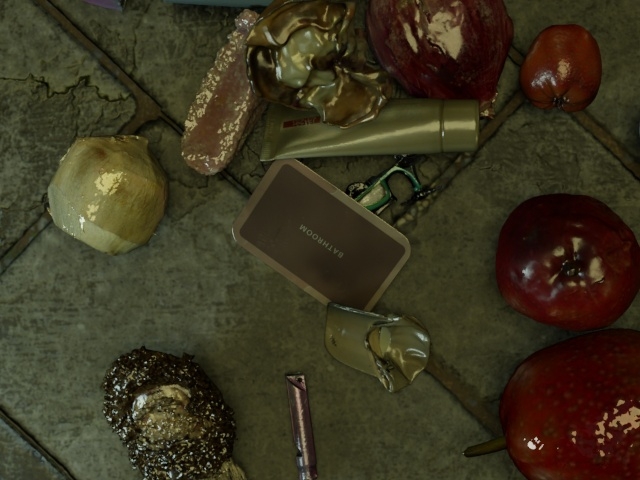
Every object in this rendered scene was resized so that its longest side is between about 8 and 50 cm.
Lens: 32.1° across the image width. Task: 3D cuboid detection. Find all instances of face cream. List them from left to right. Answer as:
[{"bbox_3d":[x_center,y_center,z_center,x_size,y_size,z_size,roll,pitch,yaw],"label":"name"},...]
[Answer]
[{"bbox_3d":[0.079,-0.180,1.760,0.341,0.084,0.137,1,58,9],"label":"face cream"}]

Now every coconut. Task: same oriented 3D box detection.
[{"bbox_3d":[-0.323,-0.081,1.733,0.194,0.194,0.195,0,88,0],"label":"coconut"}]

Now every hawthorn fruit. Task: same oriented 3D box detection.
[{"bbox_3d":[0.381,-0.277,1.765,0.132,0.133,0.138,10,74,0],"label":"hawthorn fruit"},{"bbox_3d":[0.378,0.043,1.692,0.230,0.266,0.210,28,104,4],"label":"hawthorn fruit"},{"bbox_3d":[0.396,0.287,1.684,0.368,0.285,0.285,-14,88,6],"label":"hawthorn fruit"}]

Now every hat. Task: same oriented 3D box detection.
[{"bbox_3d":[0.091,0.143,1.779,0.175,0.085,0.147,24,124,22],"label":"hat"}]

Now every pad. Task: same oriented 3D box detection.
[{"bbox_3d":[0.000,0.000,1.786,0.266,0.002,0.176,35,108,1],"label":"pad"}]

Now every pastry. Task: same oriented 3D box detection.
[{"bbox_3d":[-0.138,-0.229,1.775,0.102,0.112,0.265,28,95,9],"label":"pastry"}]

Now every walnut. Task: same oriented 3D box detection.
[{"bbox_3d":[-0.012,-0.285,1.689,0.204,0.141,0.238,-20,122,8],"label":"walnut"}]

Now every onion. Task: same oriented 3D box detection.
[{"bbox_3d":[0.207,-0.318,1.771,0.227,0.120,0.284,-30,89,4],"label":"onion"}]

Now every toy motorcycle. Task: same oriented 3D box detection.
[{"bbox_3d":[0.109,-0.079,1.794,0.173,0.058,0.100,-40,95,-1],"label":"toy motorcycle"}]

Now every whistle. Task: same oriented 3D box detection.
[{"bbox_3d":[-0.030,0.300,1.791,0.033,0.033,0.177,-7,88,-1],"label":"whistle"}]

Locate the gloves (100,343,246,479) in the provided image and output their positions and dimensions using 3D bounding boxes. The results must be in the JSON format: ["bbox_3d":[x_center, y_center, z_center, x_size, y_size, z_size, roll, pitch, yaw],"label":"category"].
[{"bbox_3d":[-0.231,0.298,1.736,0.210,0.135,0.313,-1,110,20],"label":"gloves"}]

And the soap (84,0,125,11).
[{"bbox_3d":[-0.323,-0.508,1.742,0.081,0.181,0.260,13,89,-4],"label":"soap"}]

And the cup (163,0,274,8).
[{"bbox_3d":[-0.089,-0.464,1.731,0.312,0.205,0.206,4,88,-1],"label":"cup"}]
